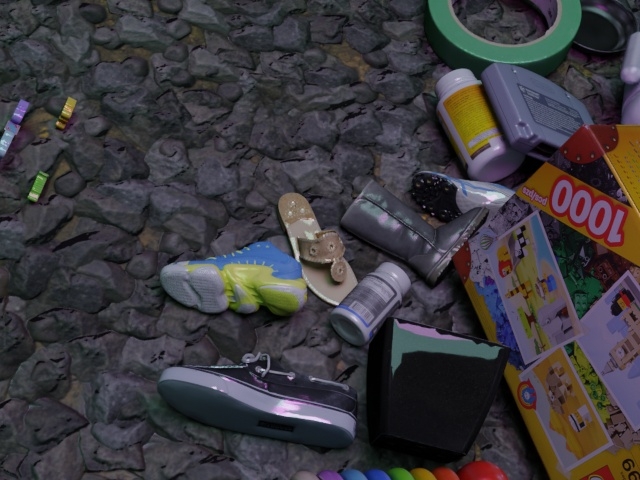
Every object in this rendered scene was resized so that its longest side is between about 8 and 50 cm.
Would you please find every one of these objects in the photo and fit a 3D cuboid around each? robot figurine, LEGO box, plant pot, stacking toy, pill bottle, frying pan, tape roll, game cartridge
[{"bbox_3d":[0.707,-0.287,1.718,0.300,0.200,0.353,32,54,-18],"label":"robot figurine"},{"bbox_3d":[0.449,0.135,1.274,0.193,0.372,0.500,-4,59,-30],"label":"LEGO box"},{"bbox_3d":[0.161,0.236,1.309,0.188,0.188,0.166,14,68,-1],"label":"plant pot"},{"bbox_3d":[-0.533,-0.191,1.495,0.167,0.052,0.221,25,54,-22],"label":"stacking toy"},{"bbox_3d":[0.297,-0.223,1.655,0.117,0.117,0.214,-13,61,-17],"label":"pill bottle"},{"bbox_3d":[0.545,-0.507,1.920,0.326,0.053,0.197,26,57,9],"label":"frying pan"},{"bbox_3d":[0.383,-0.477,1.831,0.322,0.077,0.321,0,61,-1],"label":"tape roll"},{"bbox_3d":[0.085,0.103,1.434,0.078,0.078,0.137,37,59,14],"label":"pill bottle"},{"bbox_3d":[0.429,-0.231,1.649,0.297,0.062,0.198,13,46,-39],"label":"game cartridge"},{"bbox_3d":[0.124,0.384,1.241,0.331,0.141,0.141,-2,58,-18],"label":"stacking toy"}]

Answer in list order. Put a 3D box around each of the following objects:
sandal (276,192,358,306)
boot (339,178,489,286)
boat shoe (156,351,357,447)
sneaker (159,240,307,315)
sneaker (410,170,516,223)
[{"bbox_3d":[-0.006,0.002,1.481,0.088,0.079,0.240,-20,63,-21],"label":"sandal"},{"bbox_3d":[0.168,-0.040,1.536,0.208,0.076,0.189,37,72,20],"label":"boot"},{"bbox_3d":[-0.088,0.225,1.308,0.307,0.113,0.104,12,50,-5],"label":"boat shoe"},{"bbox_3d":[-0.138,0.057,1.435,0.240,0.091,0.126,11,38,-2],"label":"sneaker"},{"bbox_3d":[0.282,-0.074,1.589,0.237,0.085,0.086,18,30,6],"label":"sneaker"}]
